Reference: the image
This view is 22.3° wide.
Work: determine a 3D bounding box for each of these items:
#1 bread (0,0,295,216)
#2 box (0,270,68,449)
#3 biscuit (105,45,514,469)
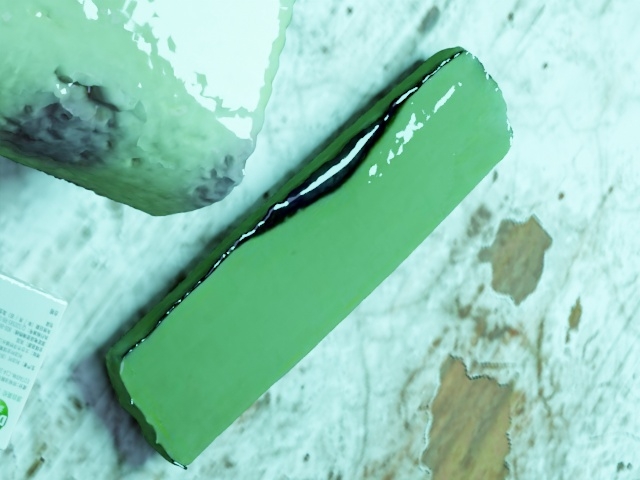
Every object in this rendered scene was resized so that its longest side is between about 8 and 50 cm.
[{"bbox_3d":[-0.172,-0.147,0.768,0.338,0.155,0.187,21,77,-35],"label":"bread"},{"bbox_3d":[-0.205,0.046,0.844,0.125,0.043,0.089,29,80,-36],"label":"box"},{"bbox_3d":[0.000,0.000,0.992,0.322,0.038,0.099,-44,124,-23],"label":"biscuit"}]
